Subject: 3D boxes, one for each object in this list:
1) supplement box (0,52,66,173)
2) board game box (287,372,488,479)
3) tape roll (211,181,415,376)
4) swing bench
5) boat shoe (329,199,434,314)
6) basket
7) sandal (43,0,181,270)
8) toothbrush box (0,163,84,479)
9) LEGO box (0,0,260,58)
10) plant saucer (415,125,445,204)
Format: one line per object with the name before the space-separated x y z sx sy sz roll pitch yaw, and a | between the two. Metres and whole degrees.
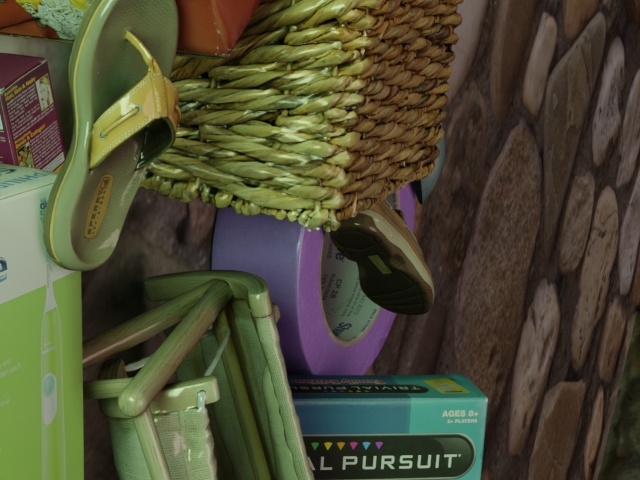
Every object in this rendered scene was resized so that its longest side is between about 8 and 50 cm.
supplement box | -0.203 -0.073 0.940 0.055 0.043 0.083 -48 141 -50
board game box | 0.005 0.290 1.288 0.079 0.254 0.336 -136 -132 -72
tape roll | 0.000 0.000 1.368 0.275 0.090 0.274 -33 127 -59
swing bench | -0.094 0.178 1.059 0.255 0.165 0.253 -36 115 -56
boat shoe | 0.065 0.003 1.330 0.190 0.068 0.072 59 34 -55
basket | -0.025 -0.155 1.088 0.299 0.214 0.223 -32 133 -67
sandal | -0.110 -0.062 0.817 0.072 0.049 0.180 -2 112 -53
toothbrush box | -0.240 0.109 0.827 0.206 0.122 0.283 -29 125 -62
LEGO box | -0.090 -0.419 0.884 0.372 0.193 0.500 70 37 -47
plant saucer | 0.100 -0.135 1.489 0.195 0.038 0.194 -12 90 -89
